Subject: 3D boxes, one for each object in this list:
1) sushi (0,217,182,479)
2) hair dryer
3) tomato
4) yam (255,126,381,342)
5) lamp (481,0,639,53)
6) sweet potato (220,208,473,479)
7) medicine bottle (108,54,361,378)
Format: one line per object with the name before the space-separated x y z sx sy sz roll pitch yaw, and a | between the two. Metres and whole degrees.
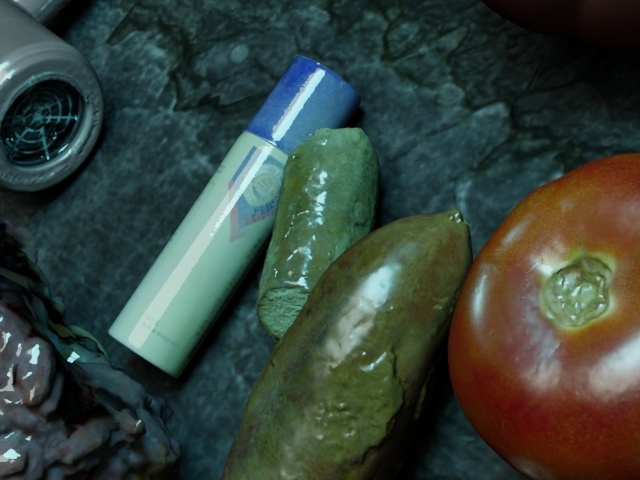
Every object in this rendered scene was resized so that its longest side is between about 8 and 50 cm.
sushi | -0.218 0.091 1.017 0.171 0.236 0.270 -46 66 6
hair dryer | -0.193 -0.214 1.250 0.352 0.125 0.210 -48 51 -8
tomato | 0.167 0.049 0.862 0.195 0.136 0.195 -16 58 27
yam | 0.000 0.000 1.036 0.069 0.070 0.146 -4 63 30
lamp | 0.188 -0.261 0.934 0.303 0.257 0.303 1 95 10
sweet potato | -0.022 0.145 0.948 0.109 0.109 0.385 34 91 39
medicine bottle | -0.057 -0.017 1.084 0.059 0.059 0.231 28 82 39
